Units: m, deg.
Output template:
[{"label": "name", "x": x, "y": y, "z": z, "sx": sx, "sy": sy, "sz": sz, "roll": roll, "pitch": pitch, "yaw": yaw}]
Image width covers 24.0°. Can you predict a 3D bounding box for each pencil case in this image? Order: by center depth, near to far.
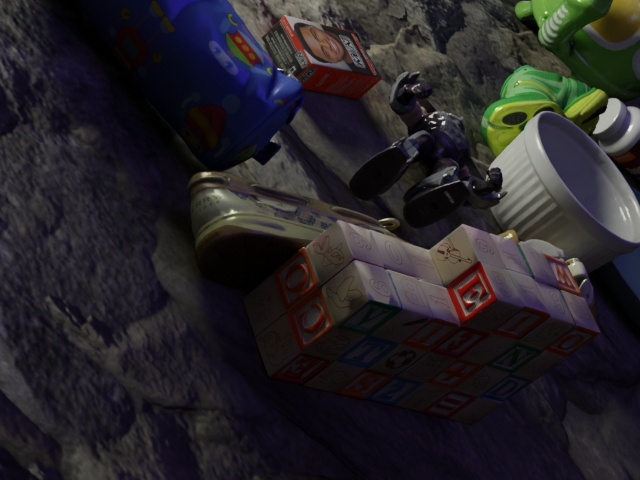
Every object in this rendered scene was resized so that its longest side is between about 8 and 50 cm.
[{"label": "pencil case", "x": -0.136, "y": -0.208, "z": 1.430, "sx": 0.133, "sy": 0.119, "sz": 0.306, "roll": -36, "pitch": 86, "yaw": -33}]

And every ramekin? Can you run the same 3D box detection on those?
[{"label": "ramekin", "x": 0.301, "y": -0.048, "z": 1.887, "sx": 0.207, "sy": 0.109, "sz": 0.207, "roll": 35, "pitch": 31, "yaw": -25}]

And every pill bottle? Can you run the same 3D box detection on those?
[{"label": "pill bottle", "x": 0.482, "y": -0.149, "z": 2.296, "sx": 0.152, "sy": 0.086, "sz": 0.086, "roll": 34, "pitch": 32, "yaw": -26}]

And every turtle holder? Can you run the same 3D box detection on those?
[{"label": "turtle holder", "x": 0.448, "y": -0.363, "z": 2.356, "sx": 0.320, "sy": 0.227, "sz": 0.243, "roll": 26, "pitch": 37, "yaw": -38}]

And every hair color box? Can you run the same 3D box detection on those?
[{"label": "hair color box", "x": 0.003, "y": -0.208, "z": 1.718, "sx": 0.141, "sy": 0.043, "sz": 0.072, "roll": 1, "pitch": 55, "yaw": -54}]

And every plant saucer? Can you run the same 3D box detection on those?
[{"label": "plant saucer", "x": 0.457, "y": 0.047, "z": 2.068, "sx": 0.318, "sy": 0.044, "sz": 0.317, "roll": 36, "pitch": 31, "yaw": -26}]

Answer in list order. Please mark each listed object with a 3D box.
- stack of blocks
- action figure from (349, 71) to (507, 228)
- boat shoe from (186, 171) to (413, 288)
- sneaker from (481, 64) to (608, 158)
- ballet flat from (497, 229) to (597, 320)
[{"label": "stack of blocks", "x": 0.098, "y": 0.070, "z": 1.381, "sx": 0.297, "sy": 0.171, "sz": 0.087, "roll": 18, "pitch": 42, "yaw": -45}, {"label": "action figure", "x": 0.132, "y": -0.097, "z": 1.718, "sx": 0.185, "sy": 0.099, "sz": 0.285, "roll": 43, "pitch": 25, "yaw": -2}, {"label": "boat shoe", "x": 0.000, "y": 0.000, "z": 1.394, "sx": 0.285, "sy": 0.104, "sz": 0.089, "roll": 18, "pitch": 44, "yaw": -44}, {"label": "sneaker", "x": 0.284, "y": -0.169, "z": 2.044, "sx": 0.123, "sy": 0.109, "sz": 0.295, "roll": 32, "pitch": 24, "yaw": 24}, {"label": "ballet flat", "x": 0.273, "y": 0.046, "z": 1.768, "sx": 0.232, "sy": 0.073, "sz": 0.080, "roll": 21, "pitch": 39, "yaw": -43}]
